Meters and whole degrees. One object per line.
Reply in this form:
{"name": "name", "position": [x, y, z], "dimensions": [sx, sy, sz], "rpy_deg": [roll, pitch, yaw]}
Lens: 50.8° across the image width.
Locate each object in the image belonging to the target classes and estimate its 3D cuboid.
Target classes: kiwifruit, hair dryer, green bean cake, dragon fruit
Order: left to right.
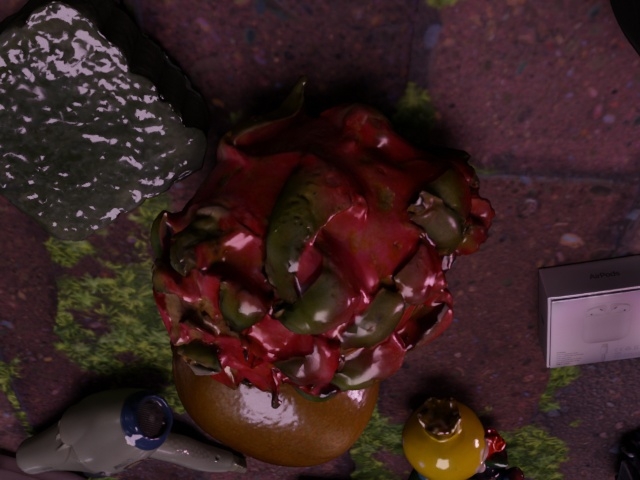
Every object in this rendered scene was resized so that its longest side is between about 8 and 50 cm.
{"name": "green bean cake", "position": [-0.210, -0.109, 0.581], "dimensions": [0.185, 0.094, 0.183], "rpy_deg": [-25, 127, 22]}
{"name": "hair dryer", "position": [-0.297, 0.308, 0.982], "dimensions": [0.296, 0.119, 0.298], "rpy_deg": [-10, 145, 18]}
{"name": "kiwifruit", "position": [-0.054, 0.145, 0.748], "dimensions": [0.234, 0.196, 0.196], "rpy_deg": [25, 129, -16]}
{"name": "dragon fruit", "position": [0.004, 0.010, 0.589], "dimensions": [0.302, 0.237, 0.231], "rpy_deg": [-14, 148, -21]}

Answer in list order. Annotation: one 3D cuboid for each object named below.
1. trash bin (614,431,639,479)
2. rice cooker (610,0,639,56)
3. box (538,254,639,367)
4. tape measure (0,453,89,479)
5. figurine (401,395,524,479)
{"name": "trash bin", "position": [0.567, 0.370, 0.962], "dimensions": [0.234, 0.184, 0.162], "rpy_deg": [-11, 133, 4]}
{"name": "rice cooker", "position": [0.340, -0.166, 0.396], "dimensions": [0.288, 0.277, 0.288], "rpy_deg": [0, 132, 0]}
{"name": "box", "position": [0.324, 0.085, 0.781], "dimensions": [0.130, 0.051, 0.129], "rpy_deg": [-9, 132, 8]}
{"name": "tape measure", "position": [-0.535, 0.433, 1.068], "dimensions": [0.258, 0.130, 0.265], "rpy_deg": [26, 128, -24]}
{"name": "figurine", "position": [0.201, 0.294, 0.939], "dimensions": [0.185, 0.127, 0.234], "rpy_deg": [-8, 120, -8]}
